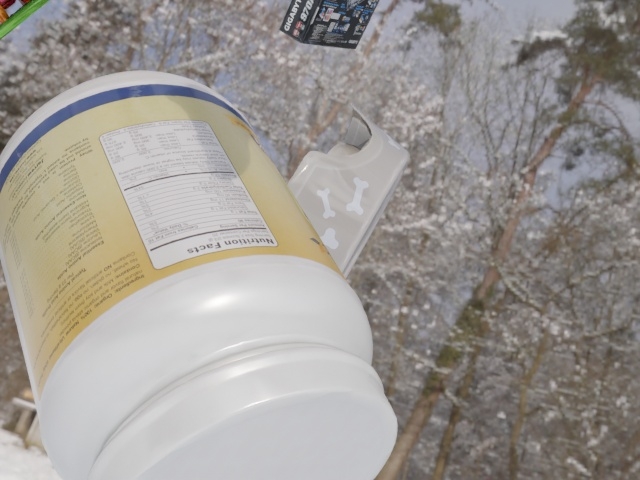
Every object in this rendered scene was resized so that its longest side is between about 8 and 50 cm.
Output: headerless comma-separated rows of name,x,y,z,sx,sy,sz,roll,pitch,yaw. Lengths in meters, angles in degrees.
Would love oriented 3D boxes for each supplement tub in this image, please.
supplement tub,-0.101,0.050,0.586,0.228,0.316,0.228,-18,-40,-16

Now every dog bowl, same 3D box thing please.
dog bowl,0.000,0.000,1.034,0.102,0.348,0.348,30,-22,4

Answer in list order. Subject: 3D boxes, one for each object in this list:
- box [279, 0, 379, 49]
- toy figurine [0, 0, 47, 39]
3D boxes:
box,0.035,-0.409,1.331,0.051,0.175,0.220,34,23,17
toy figurine,-0.384,-0.304,0.884,0.159,0.130,0.173,52,-21,-23
